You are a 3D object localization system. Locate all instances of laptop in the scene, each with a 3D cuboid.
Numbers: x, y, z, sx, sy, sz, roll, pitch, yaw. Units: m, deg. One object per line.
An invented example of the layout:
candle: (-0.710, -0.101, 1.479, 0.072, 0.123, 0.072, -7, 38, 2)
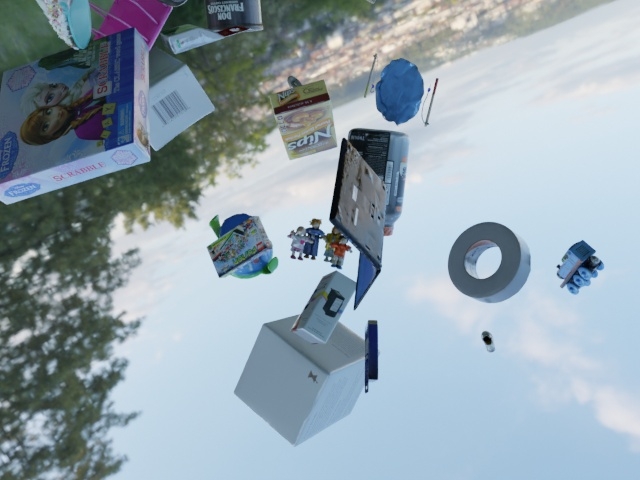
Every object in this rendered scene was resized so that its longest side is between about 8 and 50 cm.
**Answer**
laptop: (0.062, -0.031, 1.202, 0.136, 0.264, 0.234, -22, -139, 31)

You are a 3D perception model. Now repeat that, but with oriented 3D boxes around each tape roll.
tape roll: (0.467, 0.061, 1.595, 0.219, 0.219, 0.072, -12, 155, 40)

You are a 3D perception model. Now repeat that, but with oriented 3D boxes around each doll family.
doll family: (0.000, 0.000, 2.264, 0.262, 0.163, 0.118, 12, -162, -2)

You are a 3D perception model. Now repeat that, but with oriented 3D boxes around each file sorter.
file sorter: (-0.681, -0.733, 1.916, 0.291, 0.202, 0.182, -60, 168, 3)

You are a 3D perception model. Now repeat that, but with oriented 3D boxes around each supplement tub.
supplement tub: (0.165, -0.180, 1.767, 0.193, 0.316, 0.193, 6, -171, -1)

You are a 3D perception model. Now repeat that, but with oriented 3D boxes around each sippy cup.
sippy cup: (-0.318, 0.010, 2.362, 0.305, 0.240, 0.224, 2, 152, 2)

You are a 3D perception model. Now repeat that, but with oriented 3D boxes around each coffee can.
coffee can: (-0.314, -0.881, 2.016, 0.201, 0.275, 0.201, -3, -162, 1)

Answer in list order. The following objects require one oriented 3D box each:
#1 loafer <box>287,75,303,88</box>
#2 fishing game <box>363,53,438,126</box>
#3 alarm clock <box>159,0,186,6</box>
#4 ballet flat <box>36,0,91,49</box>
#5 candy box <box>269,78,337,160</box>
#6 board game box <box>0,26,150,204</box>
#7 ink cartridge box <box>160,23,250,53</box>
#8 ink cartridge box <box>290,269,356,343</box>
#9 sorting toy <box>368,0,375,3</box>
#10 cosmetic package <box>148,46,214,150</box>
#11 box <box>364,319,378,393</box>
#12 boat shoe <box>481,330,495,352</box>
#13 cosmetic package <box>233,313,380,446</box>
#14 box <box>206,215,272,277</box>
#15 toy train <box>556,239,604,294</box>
loafer: (-0.074, -0.553, 2.112, 0.045, 0.125, 0.039, -42, -155, -11)
fishing game: (0.233, -0.430, 1.667, 0.041, 0.189, 0.264, -12, -147, -40)
alarm clock: (-0.388, -0.705, 1.560, 0.064, 0.129, 0.192, 29, -152, 20)
ballet flat: (-0.412, -0.401, 0.895, 0.241, 0.077, 0.091, 120, -13, -63)
candy box: (-0.049, -0.393, 1.913, 0.182, 0.088, 0.316, -15, 160, 1)
board game box: (-0.505, -0.258, 1.166, 0.318, 0.319, 0.066, -16, 150, 8)
ink cartridge box: (-0.331, -0.594, 1.628, 0.224, 0.056, 0.181, -25, -150, -12)
ink cartridge box: (0.009, 0.172, 1.472, 0.175, 0.072, 0.127, -59, -172, -19)
sorting toy: (0.156, -0.844, 1.928, 0.012, 0.083, 0.062, -83, -161, -60)
cosmetic package: (-0.490, -0.431, 1.698, 0.217, 0.156, 0.385, -37, -145, -7)
box: (0.164, 0.380, 1.862, 0.036, 0.225, 0.136, 3, 163, 0)
boat shoe: (0.515, 0.304, 1.771, 0.035, 0.035, 0.100, -17, -157, 14)
cosmetic package: (-0.043, 0.501, 2.186, 0.327, 0.329, 0.393, 33, -161, 27)
box: (-0.253, 0.021, 1.781, 0.207, 0.114, 0.036, -31, 166, 25)
toy train: (0.766, 0.084, 1.711, 0.080, 0.105, 0.184, -30, 153, -17)
